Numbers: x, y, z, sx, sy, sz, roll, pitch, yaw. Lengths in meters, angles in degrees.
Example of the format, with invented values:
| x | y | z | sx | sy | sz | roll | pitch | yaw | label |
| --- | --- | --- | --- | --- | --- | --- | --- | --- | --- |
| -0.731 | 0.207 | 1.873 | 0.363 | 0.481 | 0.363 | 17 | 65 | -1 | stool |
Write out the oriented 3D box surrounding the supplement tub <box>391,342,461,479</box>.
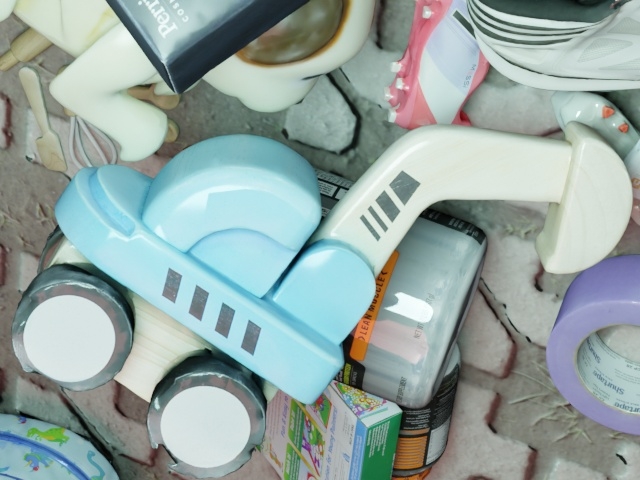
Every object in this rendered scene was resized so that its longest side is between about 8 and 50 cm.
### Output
| x | y | z | sx | sy | sz | roll | pitch | yaw | label |
| --- | --- | --- | --- | --- | --- | --- | --- | --- | --- |
| 0.095 | 0.190 | 1.804 | 0.117 | 0.117 | 0.190 | 17 | 133 | 12 | supplement tub |

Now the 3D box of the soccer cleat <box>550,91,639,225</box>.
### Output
| x | y | z | sx | sy | sz | roll | pitch | yaw | label |
| --- | --- | --- | --- | --- | --- | --- | --- | --- | --- |
| 0.295 | -0.082 | 1.526 | 0.068 | 0.076 | 0.196 | -44 | 123 | 2 | soccer cleat |

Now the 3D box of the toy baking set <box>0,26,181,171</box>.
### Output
| x | y | z | sx | sy | sz | roll | pitch | yaw | label |
| --- | --- | --- | --- | --- | --- | --- | --- | --- | --- |
| -0.266 | -0.160 | 1.739 | 0.256 | 0.030 | 0.196 | -22 | 116 | 37 | toy baking set |

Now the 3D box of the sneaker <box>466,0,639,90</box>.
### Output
| x | y | z | sx | sy | sz | roll | pitch | yaw | label |
| --- | --- | --- | --- | --- | --- | --- | --- | --- | --- |
| 0.329 | -0.190 | 1.227 | 0.448 | 0.257 | 0.169 | -1 | 89 | 13 | sneaker |

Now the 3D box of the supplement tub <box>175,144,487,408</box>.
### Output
| x | y | z | sx | sy | sz | roll | pitch | yaw | label |
| --- | --- | --- | --- | --- | --- | --- | --- | --- | --- |
| -0.010 | 0.029 | 1.656 | 0.338 | 0.207 | 0.207 | 20 | 133 | 9 | supplement tub |

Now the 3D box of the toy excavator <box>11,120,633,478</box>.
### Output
| x | y | z | sx | sy | sz | roll | pitch | yaw | label |
| --- | --- | --- | --- | --- | --- | --- | --- | --- | --- |
| 0.000 | 0.000 | 1.425 | 0.433 | 0.222 | 0.445 | 34 | 105 | -10 | toy excavator |

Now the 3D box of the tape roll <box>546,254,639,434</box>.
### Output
| x | y | z | sx | sy | sz | roll | pitch | yaw | label |
| --- | --- | --- | --- | --- | --- | --- | --- | --- | --- |
| 0.339 | 0.112 | 1.649 | 0.189 | 0.080 | 0.189 | 12 | 131 | 15 | tape roll |

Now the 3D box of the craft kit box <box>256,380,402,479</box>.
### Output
| x | y | z | sx | sy | sz | roll | pitch | yaw | label |
| --- | --- | --- | --- | --- | --- | --- | --- | --- | --- |
| -0.007 | 0.208 | 1.819 | 0.246 | 0.061 | 0.250 | 45 | 145 | 34 | craft kit box |

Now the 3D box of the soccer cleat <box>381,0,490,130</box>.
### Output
| x | y | z | sx | sy | sz | roll | pitch | yaw | label |
| --- | --- | --- | --- | --- | --- | --- | --- | --- | --- |
| 0.131 | -0.205 | 1.494 | 0.095 | 0.083 | 0.248 | 4 | 131 | -17 | soccer cleat |

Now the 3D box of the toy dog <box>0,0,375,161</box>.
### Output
| x | y | z | sx | sy | sz | roll | pitch | yaw | label |
| --- | --- | --- | --- | --- | --- | --- | --- | --- | --- |
| -0.141 | -0.273 | 1.457 | 0.408 | 0.284 | 0.395 | 23 | 115 | 4 | toy dog |

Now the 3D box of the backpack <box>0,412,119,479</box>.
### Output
| x | y | z | sx | sy | sz | roll | pitch | yaw | label |
| --- | --- | --- | --- | --- | --- | --- | --- | --- | --- |
| -0.440 | 0.366 | 2.140 | 0.356 | 0.273 | 0.290 | -5 | 119 | 13 | backpack |

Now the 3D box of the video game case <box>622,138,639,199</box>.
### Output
| x | y | z | sx | sy | sz | roll | pitch | yaw | label |
| --- | --- | --- | --- | --- | --- | --- | --- | --- | --- |
| 0.401 | -0.080 | 1.443 | 0.201 | 0.023 | 0.183 | 19 | 132 | -15 | video game case |

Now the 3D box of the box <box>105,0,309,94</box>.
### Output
| x | y | z | sx | sy | sz | roll | pitch | yaw | label |
| --- | --- | --- | --- | --- | --- | --- | --- | --- | --- |
| -0.085 | -0.323 | 1.228 | 0.294 | 0.183 | 0.296 | -36 | 89 | -2 | box |
